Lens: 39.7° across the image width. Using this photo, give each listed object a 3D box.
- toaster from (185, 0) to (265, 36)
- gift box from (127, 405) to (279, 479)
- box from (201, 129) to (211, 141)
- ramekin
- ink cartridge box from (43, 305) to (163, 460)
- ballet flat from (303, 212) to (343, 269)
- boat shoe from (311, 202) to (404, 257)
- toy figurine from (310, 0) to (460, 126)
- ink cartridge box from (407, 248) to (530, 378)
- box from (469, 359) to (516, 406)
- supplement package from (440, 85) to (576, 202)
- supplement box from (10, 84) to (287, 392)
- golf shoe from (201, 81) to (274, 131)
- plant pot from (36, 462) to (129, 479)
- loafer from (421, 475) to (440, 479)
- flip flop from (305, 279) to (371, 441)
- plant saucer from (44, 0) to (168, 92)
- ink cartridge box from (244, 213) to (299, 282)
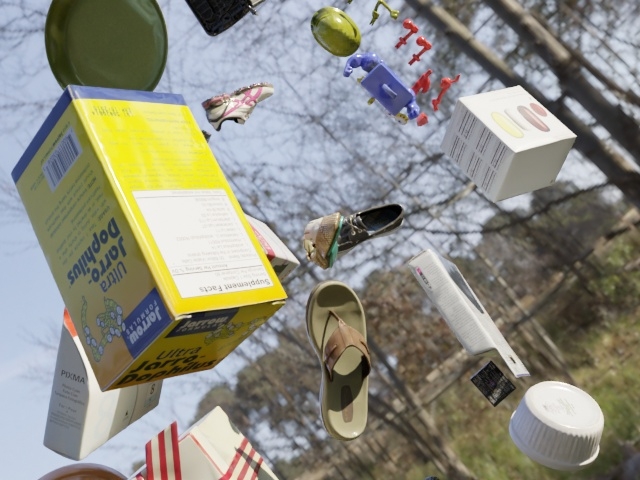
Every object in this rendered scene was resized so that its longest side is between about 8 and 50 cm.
[{"bbox_3d":[-0.222,-0.576,2.049,0.168,0.186,0.110,-24,15,42],"label":"toaster"},{"bbox_3d":[-0.208,0.438,1.517,0.276,0.255,0.258,-44,-2,7],"label":"gift box"},{"bbox_3d":[-0.302,-0.188,2.059,0.116,0.029,0.162,-61,5,19],"label":"box"},{"bbox_3d":[0.546,0.416,2.027,0.207,0.207,0.109,-24,-46,-45],"label":"ramekin"},{"bbox_3d":[-0.382,0.187,1.704,0.308,0.091,0.385,-27,-47,-69],"label":"ink cartridge box"},{"bbox_3d":[0.000,0.000,1.647,0.206,0.067,0.073,101,-171,-65],"label":"ballet flat"},{"bbox_3d":[0.085,-0.028,1.932,0.228,0.080,0.076,-16,-24,-19],"label":"boat shoe"},{"bbox_3d":[0.145,-0.386,1.954,0.191,0.362,0.217,-41,17,19],"label":"toy figurine"},{"bbox_3d":[0.338,0.183,1.993,0.071,0.330,0.324,-35,-17,11],"label":"ink cartridge box"},{"bbox_3d":[0.390,0.324,2.005,0.067,0.083,0.018,-43,-7,3],"label":"box"},{"bbox_3d":[0.421,-0.222,2.006,0.194,0.203,0.149,-17,-39,-30],"label":"supplement package"},{"bbox_3d":[-0.239,-0.008,1.199,0.194,0.357,0.195,-4,-31,-48],"label":"supplement box"},{"bbox_3d":[-0.187,-0.316,2.086,0.186,0.086,0.067,-25,9,-24],"label":"golf shoe"},{"bbox_3d":[-0.457,0.595,1.721,0.290,0.291,0.203,-34,9,-21],"label":"plant pot"},{"bbox_3d":[0.267,0.609,1.941,0.084,0.268,0.096,-21,33,22],"label":"loafer"},{"bbox_3d":[0.042,0.204,1.513,0.112,0.277,0.080,-2,-4,-25],"label":"flip flop"},{"bbox_3d":[-0.353,-0.334,1.486,0.241,0.241,0.037,-47,-7,22],"label":"plant saucer"},{"bbox_3d":[-0.186,0.066,1.783,0.226,0.131,0.306,-44,-13,4],"label":"ink cartridge box"}]
